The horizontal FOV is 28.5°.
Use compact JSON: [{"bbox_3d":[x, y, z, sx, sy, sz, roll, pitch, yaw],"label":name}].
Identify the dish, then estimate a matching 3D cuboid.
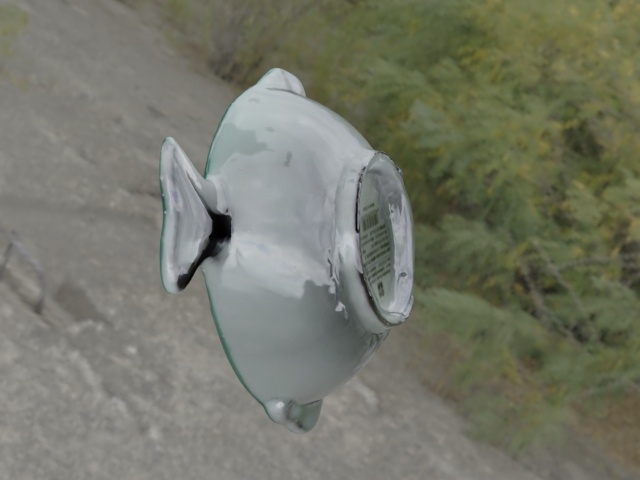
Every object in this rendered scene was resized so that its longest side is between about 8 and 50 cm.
[{"bbox_3d":[0.000,0.000,0.737,0.078,0.224,0.246,-5,-9,23],"label":"dish"}]
